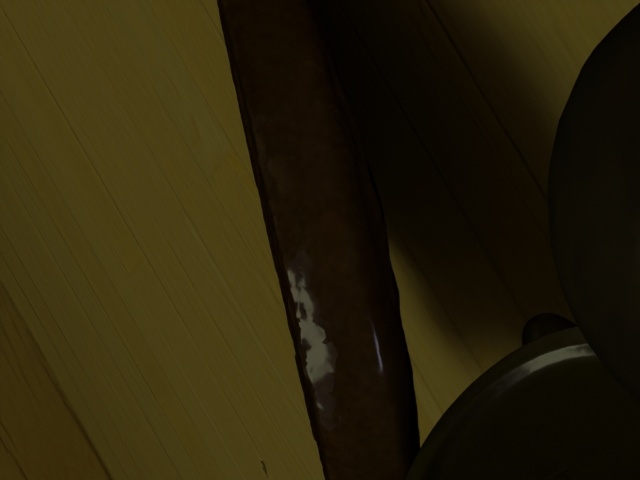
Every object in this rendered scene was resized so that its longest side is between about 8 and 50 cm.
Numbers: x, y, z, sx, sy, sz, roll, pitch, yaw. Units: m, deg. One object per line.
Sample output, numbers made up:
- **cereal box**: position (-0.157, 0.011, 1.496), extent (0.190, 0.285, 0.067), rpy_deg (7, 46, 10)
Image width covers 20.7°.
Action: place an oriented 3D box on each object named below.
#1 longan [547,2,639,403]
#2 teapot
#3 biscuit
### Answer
- **longan**: position (0.162, 0.004, 0.569), extent (0.185, 0.159, 0.204), rpy_deg (39, 158, 32)
- **teapot**: position (0.149, 0.146, 0.812), extent (0.175, 0.185, 0.268), rpy_deg (39, -151, -35)
- **biscuit**: position (0.001, 0.000, 0.969), extent (0.367, 0.063, 0.314), rpy_deg (-106, 3, -48)
